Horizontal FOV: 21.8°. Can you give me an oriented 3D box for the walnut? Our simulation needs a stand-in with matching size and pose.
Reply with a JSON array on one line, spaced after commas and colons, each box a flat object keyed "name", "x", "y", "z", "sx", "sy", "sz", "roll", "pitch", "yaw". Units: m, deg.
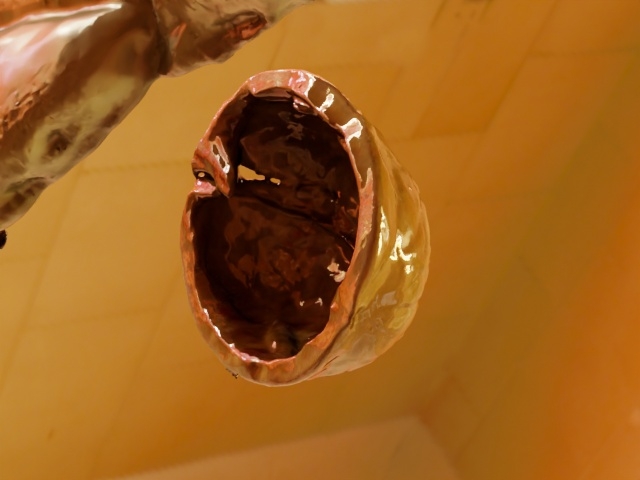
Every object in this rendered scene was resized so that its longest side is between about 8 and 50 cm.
[{"name": "walnut", "x": 0.002, "y": 0.001, "z": 0.927, "sx": 0.087, "sy": 0.167, "sz": 0.211, "roll": 16, "pitch": -159, "yaw": -34}]

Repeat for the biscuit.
[{"name": "biscuit", "x": -0.046, "y": -0.107, "z": 0.564, "sx": 0.045, "sy": 0.299, "sz": 0.154, "roll": 32, "pitch": -138, "yaw": -32}]
